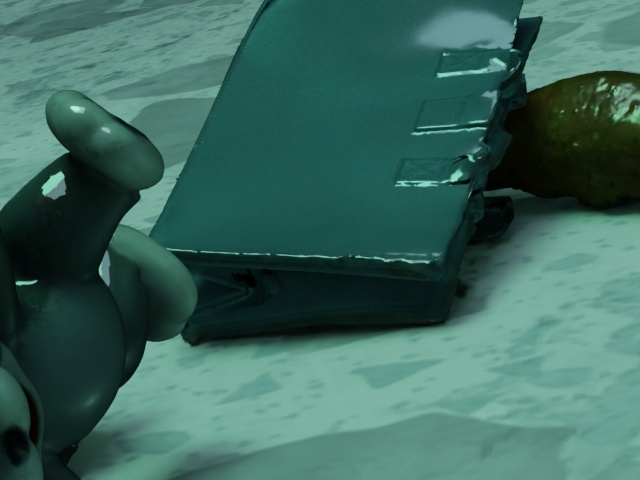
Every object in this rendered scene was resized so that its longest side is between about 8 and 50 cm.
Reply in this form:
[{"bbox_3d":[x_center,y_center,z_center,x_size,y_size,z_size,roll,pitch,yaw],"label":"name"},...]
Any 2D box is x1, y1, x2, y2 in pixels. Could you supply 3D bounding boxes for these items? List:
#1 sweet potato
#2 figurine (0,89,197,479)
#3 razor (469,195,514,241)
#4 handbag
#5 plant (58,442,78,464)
[{"bbox_3d":[0.126,-0.046,0.860,0.274,0.067,0.067,-8,16,39],"label":"sweet potato"},{"bbox_3d":[-0.125,0.032,0.542,0.140,0.193,0.265,-5,22,12],"label":"figurine"},{"bbox_3d":[-0.001,-0.006,0.870,0.190,0.033,0.066,-6,18,22],"label":"razor"},{"bbox_3d":[0.017,-0.046,0.840,0.144,0.057,0.221,-2,38,23],"label":"handbag"},{"bbox_3d":[-0.137,0.054,0.677,0.094,0.092,0.143,-4,21,39],"label":"plant"}]
